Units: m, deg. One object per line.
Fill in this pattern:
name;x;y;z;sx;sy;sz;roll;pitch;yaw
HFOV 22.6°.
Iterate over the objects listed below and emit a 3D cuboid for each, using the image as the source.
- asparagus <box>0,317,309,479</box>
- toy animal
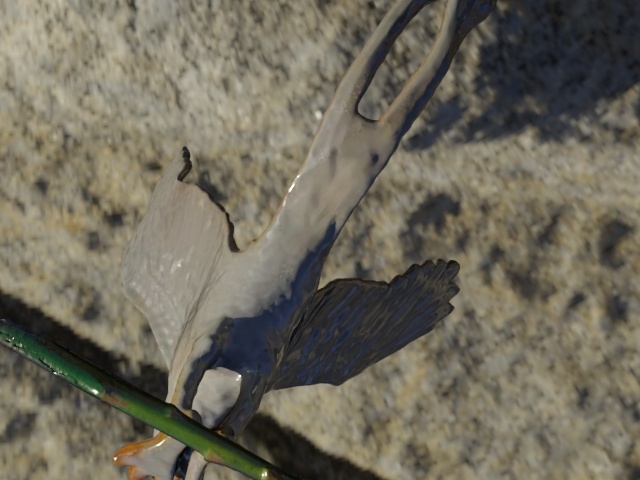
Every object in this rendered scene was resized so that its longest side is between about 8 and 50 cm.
asparagus;-0.046;0.065;0.548;0.166;0.016;0.013;28;108;4
toy animal;-0.009;0.018;0.952;0.225;0.302;0.284;29;142;-3
